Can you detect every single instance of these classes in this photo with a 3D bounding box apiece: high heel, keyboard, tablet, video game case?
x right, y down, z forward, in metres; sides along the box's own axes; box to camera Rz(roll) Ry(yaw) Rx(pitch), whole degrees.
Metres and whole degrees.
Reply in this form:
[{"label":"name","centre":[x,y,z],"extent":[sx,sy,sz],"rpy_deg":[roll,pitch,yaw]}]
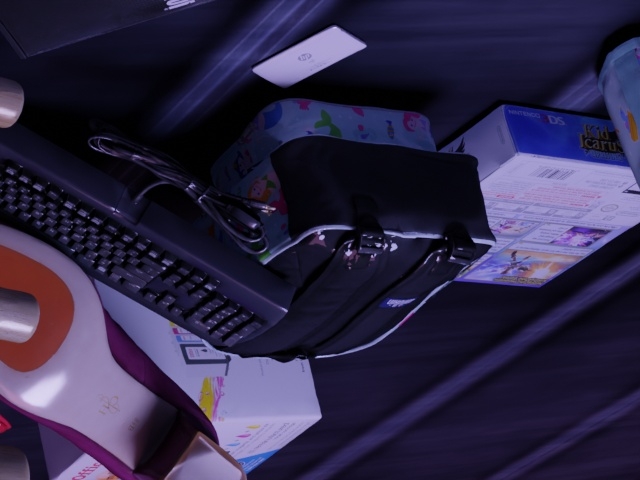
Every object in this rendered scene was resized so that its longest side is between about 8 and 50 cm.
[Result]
[{"label":"high heel","centre":[-0.227,0.103,1.733],"extent":[0.127,0.377,0.181],"rpy_deg":[-45,-156,-12]},{"label":"keyboard","centre":[-0.160,-0.019,1.606],"extent":[0.317,0.033,0.201],"rpy_deg":[30,141,-16]},{"label":"tablet","centre":[-0.009,-0.150,1.637],"extent":[0.083,0.006,0.054],"rpy_deg":[-26,155,23]},{"label":"video game case","centre":[0.197,-0.039,1.961],"extent":[0.270,0.061,0.244],"rpy_deg":[5,149,-40]}]

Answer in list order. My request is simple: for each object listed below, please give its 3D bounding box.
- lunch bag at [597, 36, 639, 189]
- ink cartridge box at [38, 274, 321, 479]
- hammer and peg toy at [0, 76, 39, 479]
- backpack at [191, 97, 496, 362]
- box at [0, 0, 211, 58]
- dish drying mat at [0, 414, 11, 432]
[{"label":"lunch bag","centre":[0.362,-0.063,1.793],"extent":[0.160,0.223,0.262],"rpy_deg":[-26,158,26]},{"label":"ink cartridge box","centre":[-0.153,0.137,2.008],"extent":[0.233,0.168,0.171],"rpy_deg":[1,153,-34]},{"label":"hammer and peg toy","centre":[-0.321,0.055,1.455],"extent":[0.127,0.361,0.266],"rpy_deg":[15,145,-37]},{"label":"backpack","centre":[0.000,0.000,1.753],"extent":[0.225,0.191,0.253],"rpy_deg":[4,144,-32]},{"label":"box","centre":[-0.148,-0.205,1.367],"extent":[0.191,0.045,0.184],"rpy_deg":[-16,156,4]},{"label":"dish drying mat","centre":[-0.288,0.151,1.688],"extent":[0.032,0.008,0.083],"rpy_deg":[-16,158,4]}]
